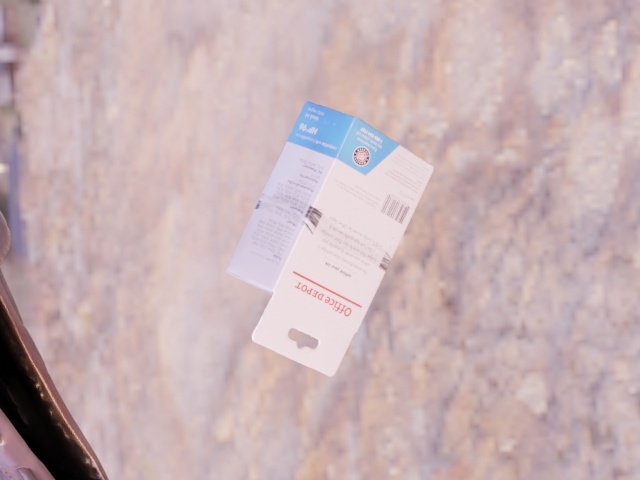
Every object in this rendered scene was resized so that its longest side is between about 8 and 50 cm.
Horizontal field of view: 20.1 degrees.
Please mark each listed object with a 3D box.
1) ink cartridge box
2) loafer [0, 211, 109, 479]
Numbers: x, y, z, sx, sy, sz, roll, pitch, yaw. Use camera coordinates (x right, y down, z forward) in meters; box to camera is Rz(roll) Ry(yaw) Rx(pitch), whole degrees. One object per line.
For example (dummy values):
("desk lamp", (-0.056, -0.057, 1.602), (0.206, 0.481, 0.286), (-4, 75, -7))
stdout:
("ink cartridge box", (0.000, 0.000, 0.629), (0.028, 0.048, 0.083), (22, 85, 45))
("loafer", (-0.148, 0.012, 0.697), (0.109, 0.095, 0.302), (-78, -15, -48))
